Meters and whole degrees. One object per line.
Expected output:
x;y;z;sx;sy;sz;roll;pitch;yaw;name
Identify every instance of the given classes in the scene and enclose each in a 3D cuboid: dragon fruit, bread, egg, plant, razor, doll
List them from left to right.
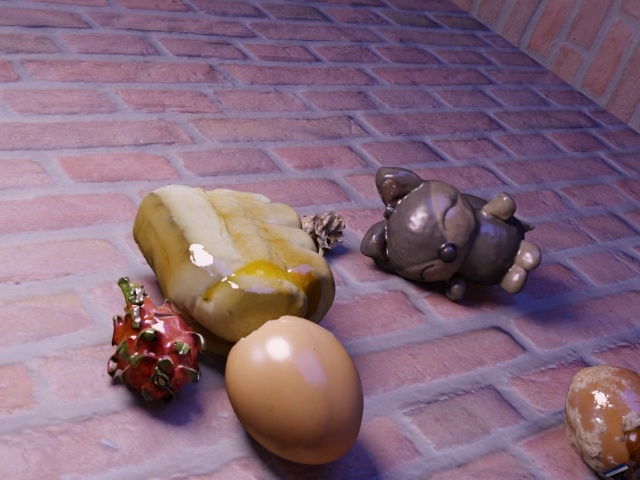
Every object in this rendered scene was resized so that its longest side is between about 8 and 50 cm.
-0.277;0.156;1.570;0.236;0.137;0.135;44;22;30;dragon fruit
-0.146;0.069;1.714;0.300;0.210;0.341;-2;36;-34;bread
-0.034;0.240;1.530;0.201;0.201;0.244;-5;43;-38;egg
0.000;0.000;2.046;0.116;0.104;0.122;-7;62;-7;plant
0.258;-0.012;2.164;0.382;0.252;0.378;20;-2;-10;doll
0.538;0.329;1.756;0.195;0.195;0.233;-20;80;-49;egg
0.535;0.456;1.669;0.155;0.044;0.028;64;2;6;razor
